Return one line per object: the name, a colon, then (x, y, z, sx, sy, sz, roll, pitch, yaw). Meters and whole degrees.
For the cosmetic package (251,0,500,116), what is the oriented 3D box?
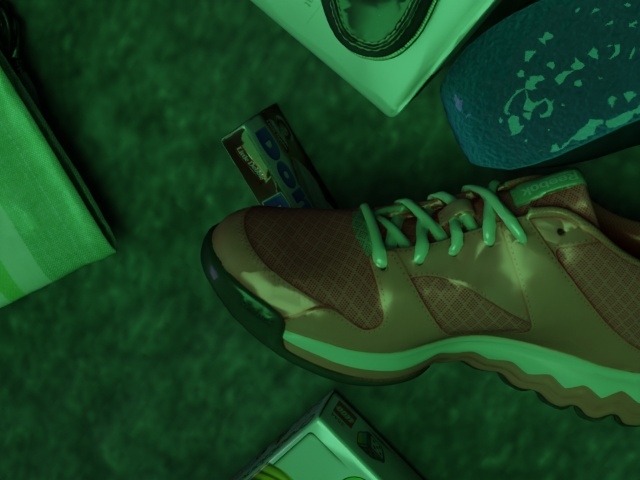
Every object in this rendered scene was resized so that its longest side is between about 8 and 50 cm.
cosmetic package: (0.031, -0.192, 0.779, 0.184, 0.151, 0.151, 40, 113, 0)

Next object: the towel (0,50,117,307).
towel: (-0.332, -0.034, 0.951, 0.325, 0.038, 0.248, -25, 104, 16)

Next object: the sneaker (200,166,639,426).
sneaker: (0.090, 0.006, 0.803, 0.314, 0.116, 0.136, 11, 123, -17)

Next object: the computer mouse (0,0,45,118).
computer mouse: (-0.278, -0.088, 0.964, 0.193, 0.042, 0.106, -14, 108, 14)

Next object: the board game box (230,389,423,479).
board game box: (0.047, 0.275, 0.979, 0.305, 0.053, 0.193, 45, 113, -1)

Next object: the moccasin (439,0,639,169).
moccasin: (0.229, -0.136, 0.764, 0.342, 0.117, 0.137, -14, 91, 25)

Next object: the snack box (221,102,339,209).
snack box: (0.000, 0.000, 0.897, 0.022, 0.064, 0.178, -28, 98, 24)

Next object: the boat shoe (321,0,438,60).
boat shoe: (0.028, -0.184, 0.664, 0.075, 0.065, 0.206, 11, 108, 11)
